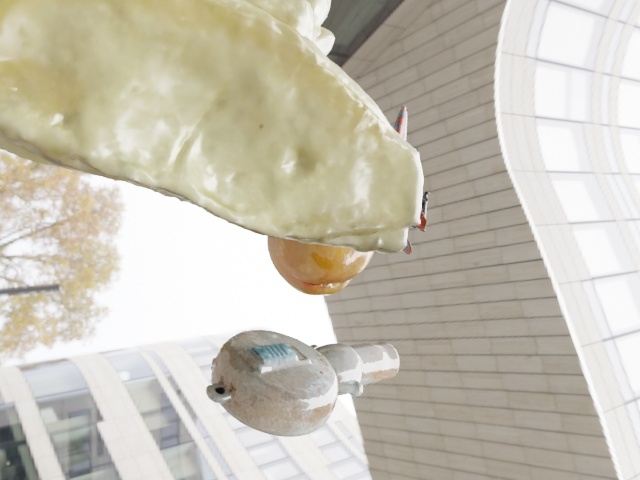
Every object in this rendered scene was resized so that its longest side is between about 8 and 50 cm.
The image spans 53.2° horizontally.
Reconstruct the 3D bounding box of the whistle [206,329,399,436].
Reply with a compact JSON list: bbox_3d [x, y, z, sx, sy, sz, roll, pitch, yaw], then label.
[{"bbox_3d":[-0.007,0.115,0.561,0.107,0.220,0.057,36,-68,39],"label":"whistle"}]

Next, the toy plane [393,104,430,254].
[{"bbox_3d":[0.103,-0.082,0.849,0.130,0.061,0.189,27,-69,47],"label":"toy plane"}]

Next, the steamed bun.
[{"bbox_3d":[-0.091,-0.158,0.566,0.247,0.427,0.189,-66,-152,18],"label":"steamed bun"}]

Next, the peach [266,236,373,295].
[{"bbox_3d":[0.000,0.000,0.761,0.138,0.138,0.138,6,-82,52],"label":"peach"}]
